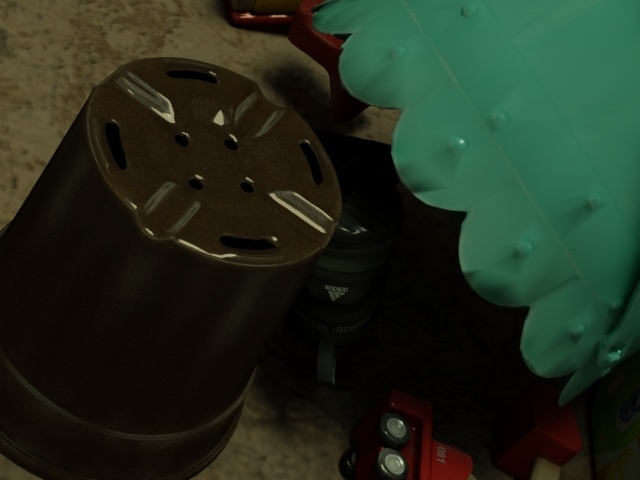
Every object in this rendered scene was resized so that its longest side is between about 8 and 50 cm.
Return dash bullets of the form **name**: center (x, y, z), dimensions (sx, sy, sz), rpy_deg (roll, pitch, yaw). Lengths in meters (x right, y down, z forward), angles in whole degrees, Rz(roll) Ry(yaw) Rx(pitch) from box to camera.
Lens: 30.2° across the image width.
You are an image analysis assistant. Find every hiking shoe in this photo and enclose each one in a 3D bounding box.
- **hiking shoe**: center (0.000, 0.000, 0.711), dimensions (0.086, 0.114, 0.227), rpy_deg (12, 17, -1)

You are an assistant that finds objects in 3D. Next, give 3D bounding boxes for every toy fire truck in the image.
- **toy fire truck**: center (0.078, 0.148, 0.649), dimensions (0.135, 0.047, 0.192), rpy_deg (24, 43, -16)

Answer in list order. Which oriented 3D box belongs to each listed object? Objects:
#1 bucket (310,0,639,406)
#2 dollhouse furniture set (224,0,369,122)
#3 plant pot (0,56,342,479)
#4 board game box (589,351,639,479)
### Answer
- **bucket**: center (0.140, -0.069, 0.674), dimensions (0.281, 0.183, 0.281), rpy_deg (55, 9, -12)
- **dollhouse furniture set**: center (0.118, -0.146, 0.910), dimensions (0.374, 0.152, 0.201), rpy_deg (-5, 54, -16)
- **plant pot**: center (-0.080, 0.012, 0.578), dimensions (0.167, 0.165, 0.167), rpy_deg (20, 43, -20)
- **board game box**: center (0.263, 0.141, 0.710), dimensions (0.144, 0.142, 0.275), rpy_deg (25, 42, -15)
